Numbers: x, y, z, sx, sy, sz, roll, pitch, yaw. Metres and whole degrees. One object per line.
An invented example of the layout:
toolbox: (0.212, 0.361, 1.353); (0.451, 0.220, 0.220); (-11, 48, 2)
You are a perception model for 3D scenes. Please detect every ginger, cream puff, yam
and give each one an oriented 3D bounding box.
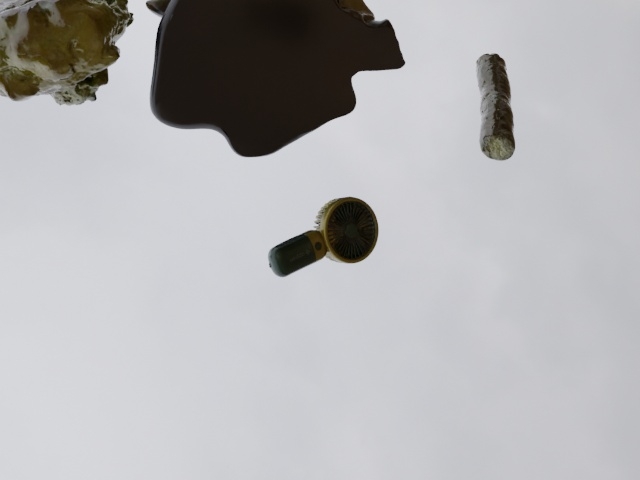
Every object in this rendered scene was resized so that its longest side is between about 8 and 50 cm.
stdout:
ginger: (-0.073, -0.340, 1.430); (0.358, 0.413, 0.211); (30, -154, -23)
cream puff: (-0.397, -0.297, 1.402); (0.282, 0.281, 0.185); (-56, -44, -48)
yam: (0.292, -0.227, 1.549); (0.061, 0.061, 0.253); (55, -153, -34)

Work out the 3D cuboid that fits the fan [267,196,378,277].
fan: (0.000, 0.000, 1.122); (0.155, 0.039, 0.082); (-24, -76, -31)
